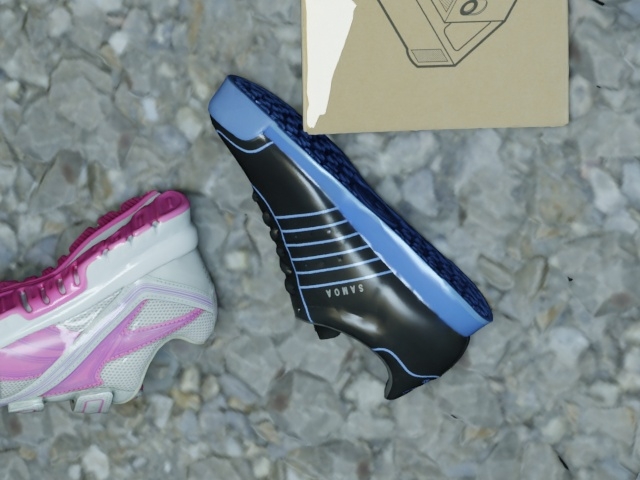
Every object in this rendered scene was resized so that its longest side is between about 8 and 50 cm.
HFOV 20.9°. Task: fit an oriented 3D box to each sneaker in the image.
[{"bbox_3d":[0.000,0.000,1.106,0.232,0.081,0.090,45,104,4],"label":"sneaker"},{"bbox_3d":[-0.173,0.075,1.145,0.252,0.103,0.111,-30,108,3],"label":"sneaker"}]

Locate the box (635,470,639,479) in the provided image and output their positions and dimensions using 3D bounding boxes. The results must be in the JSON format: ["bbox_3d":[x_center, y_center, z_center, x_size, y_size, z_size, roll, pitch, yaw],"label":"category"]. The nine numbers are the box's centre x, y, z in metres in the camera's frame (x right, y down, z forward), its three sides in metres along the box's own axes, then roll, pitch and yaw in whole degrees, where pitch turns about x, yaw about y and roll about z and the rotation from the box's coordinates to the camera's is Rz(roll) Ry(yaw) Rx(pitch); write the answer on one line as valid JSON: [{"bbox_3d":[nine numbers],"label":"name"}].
[{"bbox_3d":[0.262,0.223,1.058,0.170,0.091,0.130,14,106,15],"label":"box"}]

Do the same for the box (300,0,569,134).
[{"bbox_3d":[0.069,-0.167,1.048,0.164,0.021,0.201,-2,102,-4],"label":"box"}]
